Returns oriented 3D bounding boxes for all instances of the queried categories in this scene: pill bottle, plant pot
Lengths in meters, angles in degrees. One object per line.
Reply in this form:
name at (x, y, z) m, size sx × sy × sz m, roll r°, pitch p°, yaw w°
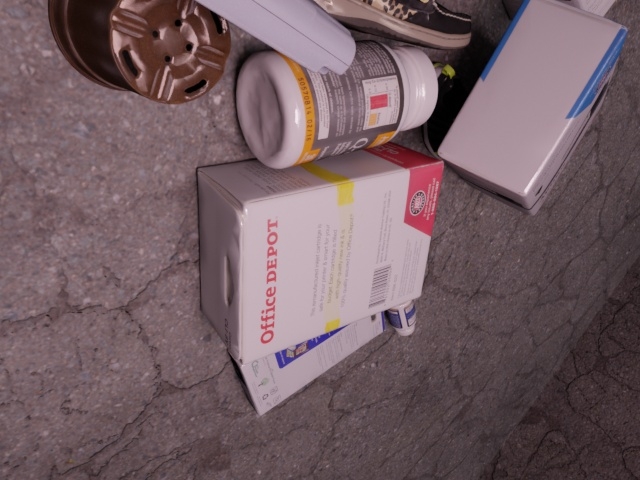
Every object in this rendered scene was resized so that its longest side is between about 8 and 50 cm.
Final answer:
pill bottle at (0.030, -0.210, 0.761) m, size 0.279 × 0.162 × 0.162 m, roll -18°, pitch 126°, yaw -30°
plant pot at (-0.190, -0.230, 0.563) m, size 0.167 × 0.165 × 0.166 m, roll -21°, pitch 128°, yaw -29°
pill bottle at (0.187, 0.166, 1.189) m, size 0.067 × 0.067 × 0.120 m, roll -35°, pitch 133°, yaw -18°

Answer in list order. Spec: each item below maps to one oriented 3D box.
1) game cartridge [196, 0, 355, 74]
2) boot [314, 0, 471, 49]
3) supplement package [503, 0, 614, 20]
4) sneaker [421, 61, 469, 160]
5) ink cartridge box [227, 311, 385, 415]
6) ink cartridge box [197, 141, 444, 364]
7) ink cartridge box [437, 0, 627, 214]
game cartridge at (-0.102, -0.281, 0.510) m, size 0.198 × 0.297 × 0.062 m, roll 21°, pitch 117°, yaw -46°
boot at (0.107, -0.434, 0.710) m, size 0.378 × 0.138 × 0.283 m, roll 0°, pitch 116°, yaw -32°
supplement package at (0.395, -0.526, 0.855) m, size 0.177 × 0.175 × 0.293 m, roll -53°, pitch 136°, yaw 1°
sneaker at (0.245, -0.229, 0.971) m, size 0.084 × 0.097 × 0.234 m, roll -44°, pitch 135°, yaw -9°
ink cartridge box at (-0.016, 0.202, 1.047) m, size 0.333 × 0.065 × 0.165 m, roll -28°, pitch 130°, yaw -22°
ink cartridge box at (0.000, 0.000, 0.864) m, size 0.385 × 0.160 × 0.279 m, roll -15°, pitch 124°, yaw -33°
ink cartridge box at (0.394, -0.217, 0.958) m, size 0.285 × 0.166 × 0.395 m, roll -62°, pitch 158°, yaw 10°
